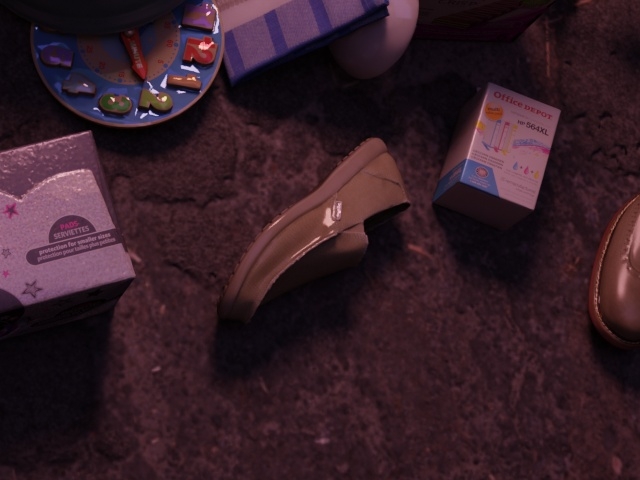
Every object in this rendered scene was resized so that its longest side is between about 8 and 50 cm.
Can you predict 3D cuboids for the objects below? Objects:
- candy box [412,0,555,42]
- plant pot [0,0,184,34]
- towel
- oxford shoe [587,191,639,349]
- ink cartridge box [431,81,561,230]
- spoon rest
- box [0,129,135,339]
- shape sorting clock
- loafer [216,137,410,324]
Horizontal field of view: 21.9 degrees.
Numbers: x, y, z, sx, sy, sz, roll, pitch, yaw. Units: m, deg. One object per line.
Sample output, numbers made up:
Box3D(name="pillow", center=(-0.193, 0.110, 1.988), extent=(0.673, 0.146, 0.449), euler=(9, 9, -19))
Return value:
Box3D(name="candy box", center=(0.177, -0.288, 1.791), extent=(0.159, 0.233, 0.071), euler=(0, 75, -16))
Box3D(name="plant pot", center=(-0.241, -0.383, 1.680), extent=(0.293, 0.196, 0.293), euler=(0, 74, 0))
Box3D(name="towel", center=(-0.056, -0.333, 1.780), extent=(0.209, 0.034, 0.285), euler=(-23, 78, 20))
Box3D(name="oxford shoe", center=(0.416, -0.032, 1.843), extent=(0.123, 0.130, 0.348), euler=(36, 69, -4))
Box3D(name="ink cartridge box", center=(0.196, -0.100, 1.821), extent=(0.092, 0.090, 0.143), euler=(21, 71, -10))
Box3D(name="spoon rest", center=(0.038, -0.306, 1.826), extent=(0.084, 0.137, 0.276), euler=(3, 61, -43))
Box3D(name="box", center=(-0.326, 0.011, 1.613), extent=(0.247, 0.142, 0.163), euler=(-15, 79, -19))
Box3D(name="shape sorting clock", center=(-0.205, -0.217, 1.758), extent=(0.206, 0.040, 0.206), euler=(3, 73, -9))
Box3D(name="loafer", center=(0.000, 0.000, 1.732), extent=(0.092, 0.102, 0.268), euler=(43, 68, 5))
